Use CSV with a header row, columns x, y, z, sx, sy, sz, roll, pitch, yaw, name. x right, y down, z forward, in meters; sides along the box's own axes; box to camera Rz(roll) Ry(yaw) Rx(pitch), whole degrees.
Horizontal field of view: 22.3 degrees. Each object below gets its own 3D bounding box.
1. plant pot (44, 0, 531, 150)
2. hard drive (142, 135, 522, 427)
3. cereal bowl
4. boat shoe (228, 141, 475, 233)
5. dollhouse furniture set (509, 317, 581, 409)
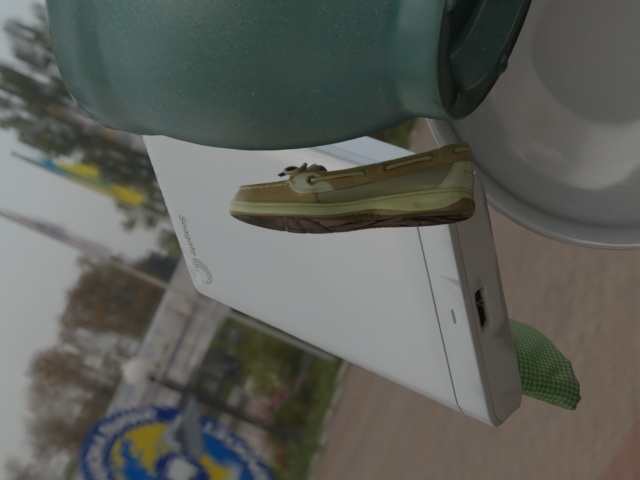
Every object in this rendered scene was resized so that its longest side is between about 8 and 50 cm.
x,y,z,sx,sy,sz,roll,pitch,yaw,name
0.012,-0.174,0.889,0.293,0.196,0.293,18,-90,-72,plant pot
0.000,0.000,1.337,0.047,0.353,0.233,-39,-48,-29,hard drive
0.247,-0.164,1.355,0.141,0.339,0.339,-62,-4,-80,cereal bowl
0.019,-0.033,1.011,0.056,0.153,0.048,42,-134,-75,boat shoe
0.147,0.031,1.688,0.301,0.198,0.151,45,118,56,dollhouse furniture set
